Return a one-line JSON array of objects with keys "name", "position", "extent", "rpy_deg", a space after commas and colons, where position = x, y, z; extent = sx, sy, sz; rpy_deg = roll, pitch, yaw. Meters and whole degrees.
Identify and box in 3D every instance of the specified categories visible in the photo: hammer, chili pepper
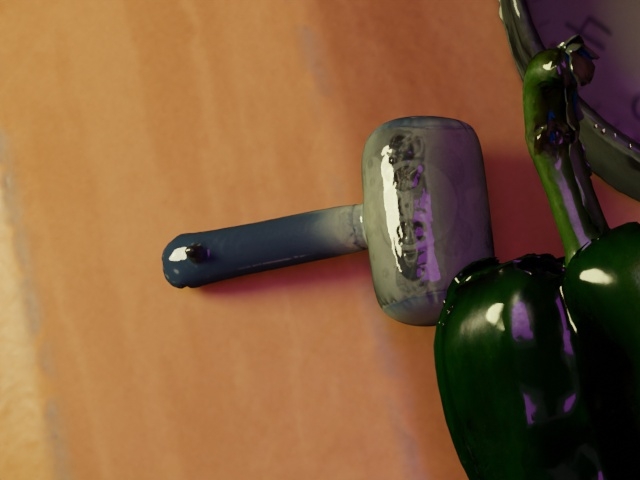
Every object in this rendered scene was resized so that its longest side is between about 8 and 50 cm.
[{"name": "hammer", "position": [0.000, 0.000, 1.023], "extent": [0.193, 0.069, 0.116], "rpy_deg": [-10, 75, 17]}, {"name": "chili pepper", "position": [0.153, 0.032, 0.921], "extent": [0.173, 0.165, 0.261], "rpy_deg": [-17, 79, 40]}]

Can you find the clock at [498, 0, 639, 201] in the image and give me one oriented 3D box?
[{"name": "clock", "position": [0.256, -0.164, 1.009], "extent": [0.325, 0.067, 0.325], "rpy_deg": [-3, 75, 10]}]
